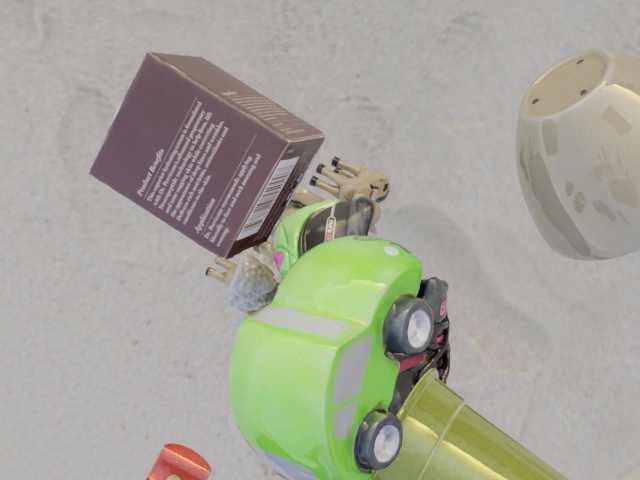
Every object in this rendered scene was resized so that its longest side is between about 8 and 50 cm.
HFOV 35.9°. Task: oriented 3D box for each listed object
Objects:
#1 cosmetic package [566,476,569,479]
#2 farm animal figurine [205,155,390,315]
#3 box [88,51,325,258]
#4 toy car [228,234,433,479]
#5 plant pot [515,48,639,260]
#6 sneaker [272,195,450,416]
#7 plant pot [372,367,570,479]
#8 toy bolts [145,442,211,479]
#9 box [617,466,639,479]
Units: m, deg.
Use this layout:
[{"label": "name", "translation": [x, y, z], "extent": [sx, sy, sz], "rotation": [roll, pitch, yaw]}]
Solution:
[{"label": "cosmetic package", "translation": [0.331, 0.491, 1.519], "extent": [0.238, 0.107, 0.127], "rotation": [-41, 98, 5]}, {"label": "farm animal figurine", "translation": [0.000, 0.000, 1.598], "extent": [0.172, 0.327, 0.330], "rotation": [27, 84, 21]}, {"label": "box", "translation": [-0.133, -0.108, 1.211], "extent": [0.203, 0.167, 0.168], "rotation": [33, 106, 8]}, {"label": "toy car", "translation": [-0.019, 0.103, 0.359], "extent": [0.239, 0.053, 0.224], "rotation": [10, 85, 40]}, {"label": "plant pot", "translation": [0.373, -0.141, 1.316], "extent": [0.284, 0.284, 0.191], "rotation": [-30, 118, 21]}, {"label": "sneaker", "translation": [0.116, 0.151, 1.408], "extent": [0.202, 0.185, 0.482], "rotation": [-30, 103, 5]}, {"label": "plant pot", "translation": [0.065, 0.110, 0.425], "extent": [0.079, 0.083, 0.083], "rotation": [26, 114, 17]}, {"label": "toy bolts", "translation": [-0.145, 0.376, 1.150], "extent": [0.229, 0.218, 0.158], "rotation": [33, 131, 5]}, {"label": "box", "translation": [0.294, 0.268, 0.792], "extent": [0.232, 0.127, 0.148], "rotation": [-25, 88, -18]}]
